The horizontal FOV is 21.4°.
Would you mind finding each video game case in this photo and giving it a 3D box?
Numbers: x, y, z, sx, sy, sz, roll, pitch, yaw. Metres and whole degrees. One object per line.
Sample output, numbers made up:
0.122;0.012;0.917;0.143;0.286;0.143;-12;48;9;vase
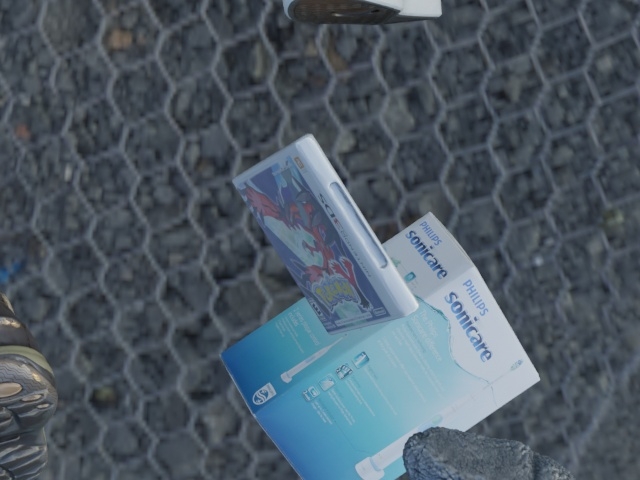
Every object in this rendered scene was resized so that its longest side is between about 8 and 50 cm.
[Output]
0.000;0.000;1.571;0.023;0.201;0.183;-34;94;-20;video game case

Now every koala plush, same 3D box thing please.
0.162;0.316;1.675;0.203;0.196;0.221;6;146;-10;koala plush

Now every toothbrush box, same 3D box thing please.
0.071;0.145;1.936;0.295;0.126;0.216;-34;129;0;toothbrush box

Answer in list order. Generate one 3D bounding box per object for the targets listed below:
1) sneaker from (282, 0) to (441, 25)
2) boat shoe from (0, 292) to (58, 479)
0.034;-0.259;1.534;0.106;0.290;0.123;-2;96;18;sneaker
-0.302;0.134;1.451;0.132;0.130;0.355;-7;157;-26;boat shoe
